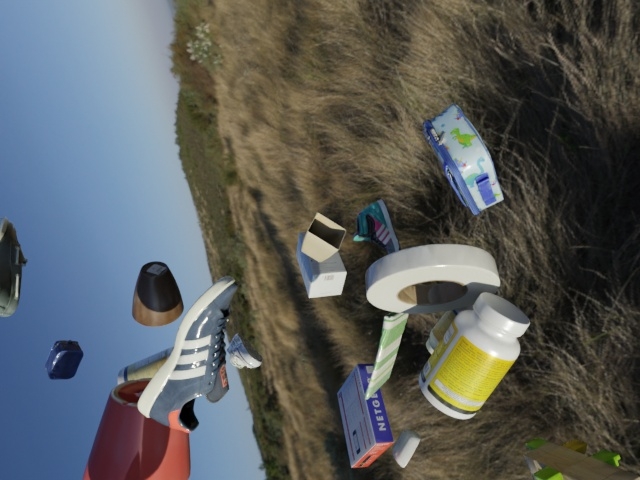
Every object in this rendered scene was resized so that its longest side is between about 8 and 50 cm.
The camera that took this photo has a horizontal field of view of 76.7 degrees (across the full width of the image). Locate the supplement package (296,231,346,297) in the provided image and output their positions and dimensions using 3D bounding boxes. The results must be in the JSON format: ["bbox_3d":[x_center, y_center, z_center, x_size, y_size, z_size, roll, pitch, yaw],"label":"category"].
[{"bbox_3d":[-0.004,0.089,1.619,0.244,0.139,0.134,-111,24,-44],"label":"supplement package"}]

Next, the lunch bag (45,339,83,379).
[{"bbox_3d":[-0.684,0.312,1.078,0.065,0.067,0.098,26,91,41],"label":"lunch bag"}]

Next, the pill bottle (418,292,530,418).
[{"bbox_3d":[0.435,0.322,1.149,0.334,0.188,0.188,-66,29,22],"label":"pill bottle"}]

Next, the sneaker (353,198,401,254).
[{"bbox_3d":[0.233,-0.012,1.746,0.124,0.178,0.295,-67,-42,-86],"label":"sneaker"}]

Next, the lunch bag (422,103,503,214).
[{"bbox_3d":[0.299,-0.160,0.837,0.219,0.090,0.176,32,-146,-54],"label":"lunch bag"}]

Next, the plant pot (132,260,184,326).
[{"bbox_3d":[-0.703,0.212,1.739,0.215,0.215,0.230,-120,33,-51],"label":"plant pot"}]

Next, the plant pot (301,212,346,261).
[{"bbox_3d":[0.000,0.000,1.244,0.096,0.109,0.109,-54,6,39],"label":"plant pot"}]

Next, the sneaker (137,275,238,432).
[{"bbox_3d":[-0.240,0.249,0.869,0.350,0.148,0.131,-61,-7,7],"label":"sneaker"}]

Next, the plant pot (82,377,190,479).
[{"bbox_3d":[-0.488,0.532,1.116,0.275,0.275,0.243,-165,82,-76],"label":"plant pot"}]

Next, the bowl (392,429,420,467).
[{"bbox_3d":[0.345,0.845,1.663,0.053,0.142,0.142,32,168,10],"label":"bowl"}]

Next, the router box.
[{"bbox_3d":[0.183,0.759,1.756,0.301,0.082,0.335,112,156,-43],"label":"router box"}]

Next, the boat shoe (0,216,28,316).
[{"bbox_3d":[-0.787,0.062,0.992,0.099,0.116,0.319,50,-177,-46],"label":"boat shoe"}]

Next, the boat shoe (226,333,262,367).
[{"bbox_3d":[-0.241,0.361,1.255,0.083,0.076,0.226,40,169,-16],"label":"boat shoe"}]

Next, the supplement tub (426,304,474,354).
[{"bbox_3d":[0.471,0.318,1.392,0.200,0.144,0.144,-59,33,20],"label":"supplement tub"}]

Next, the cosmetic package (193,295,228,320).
[{"bbox_3d":[-0.367,0.240,1.355,0.115,0.041,0.060,41,-179,25],"label":"cosmetic package"}]

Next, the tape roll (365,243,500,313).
[{"bbox_3d":[0.331,0.129,1.220,0.392,0.392,0.072,99,173,-60],"label":"tape roll"}]

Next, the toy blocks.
[{"bbox_3d":[0.700,0.698,1.027,0.381,0.191,0.261,131,120,-74],"label":"toy blocks"}]

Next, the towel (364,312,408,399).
[{"bbox_3d":[0.256,0.419,1.561,0.038,0.248,0.325,19,101,26],"label":"towel"}]

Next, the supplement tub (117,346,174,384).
[{"bbox_3d":[-0.713,0.621,1.828,0.228,0.316,0.228,158,90,-77],"label":"supplement tub"}]
